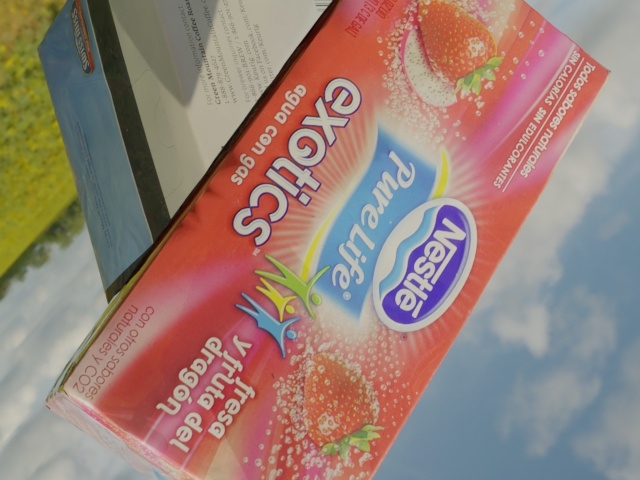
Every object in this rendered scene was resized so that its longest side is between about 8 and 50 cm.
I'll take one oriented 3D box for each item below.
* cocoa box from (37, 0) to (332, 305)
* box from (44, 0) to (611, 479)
[{"bbox_3d":[-0.064,-0.070,0.917,0.231,0.347,0.228,-9,165,-35],"label":"cocoa box"},{"bbox_3d":[0.000,0.000,0.576,0.300,0.142,0.154,-56,-171,-20],"label":"box"}]
